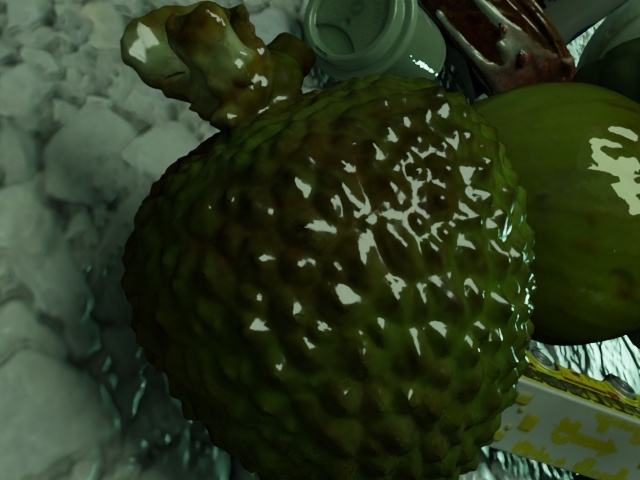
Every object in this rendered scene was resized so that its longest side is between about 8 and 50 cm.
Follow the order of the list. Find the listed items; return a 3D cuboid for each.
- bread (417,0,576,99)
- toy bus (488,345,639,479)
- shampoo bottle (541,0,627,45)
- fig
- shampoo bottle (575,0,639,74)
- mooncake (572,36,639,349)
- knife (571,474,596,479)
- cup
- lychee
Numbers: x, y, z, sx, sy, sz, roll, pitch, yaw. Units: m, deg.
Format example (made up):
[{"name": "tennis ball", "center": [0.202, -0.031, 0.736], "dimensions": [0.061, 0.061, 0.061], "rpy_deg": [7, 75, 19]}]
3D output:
[{"name": "bread", "center": [0.186, -0.240, 1.243], "dimensions": [0.224, 0.142, 0.212], "rpy_deg": [44, 9, -49]}, {"name": "toy bus", "center": [0.213, 0.150, 0.988], "dimensions": [0.226, 0.081, 0.074], "rpy_deg": [24, 19, -33]}, {"name": "shampoo bottle", "center": [0.310, -0.299, 1.343], "dimensions": [0.092, 0.303, 0.092], "rpy_deg": [34, 36, -30]}, {"name": "fig", "center": [0.195, -0.024, 1.026], "dimensions": [0.271, 0.239, 0.239], "rpy_deg": [5, 52, -19]}, {"name": "shampoo bottle", "center": [0.479, -0.169, 1.427], "dimensions": [0.322, 0.322, 0.317], "rpy_deg": [56, 21, 3]}, {"name": "mooncake", "center": [0.390, -0.039, 1.154], "dimensions": [0.187, 0.351, 0.351], "rpy_deg": [-19, 75, -35]}, {"name": "knife", "center": [0.256, 0.228, 1.052], "dimensions": [0.058, 0.032, 0.244], "rpy_deg": [56, 28, 11]}, {"name": "cup", "center": [0.061, -0.198, 1.120], "dimensions": [0.141, 0.120, 0.120], "rpy_deg": [24, 42, -57]}, {"name": "lychee", "center": [0.004, 0.011, 0.719], "dimensions": [0.270, 0.270, 0.320], "rpy_deg": [-3, 96, -53]}]
